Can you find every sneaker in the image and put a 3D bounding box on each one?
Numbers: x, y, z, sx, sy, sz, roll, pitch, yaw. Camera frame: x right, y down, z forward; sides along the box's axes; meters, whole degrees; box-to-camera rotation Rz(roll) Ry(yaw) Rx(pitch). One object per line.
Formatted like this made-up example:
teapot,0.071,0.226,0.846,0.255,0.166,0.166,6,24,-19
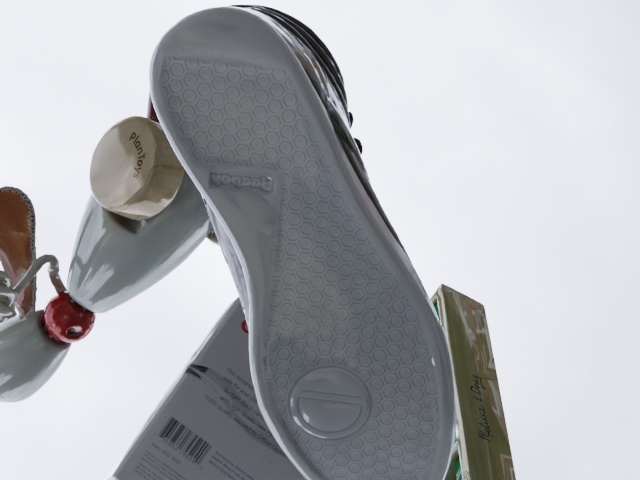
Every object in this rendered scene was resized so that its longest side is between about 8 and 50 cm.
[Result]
sneaker,0.000,0.000,0.997,0.147,0.105,0.295,-80,-31,-71

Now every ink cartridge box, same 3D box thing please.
ink cartridge box,-0.050,0.117,1.102,0.099,0.056,0.135,37,-112,-4

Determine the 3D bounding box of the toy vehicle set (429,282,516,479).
toy vehicle set,0.056,0.162,1.167,0.035,0.166,0.267,27,-154,-16

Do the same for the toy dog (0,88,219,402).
toy dog,-0.195,-0.014,1.614,0.220,0.334,0.161,52,-166,-51
